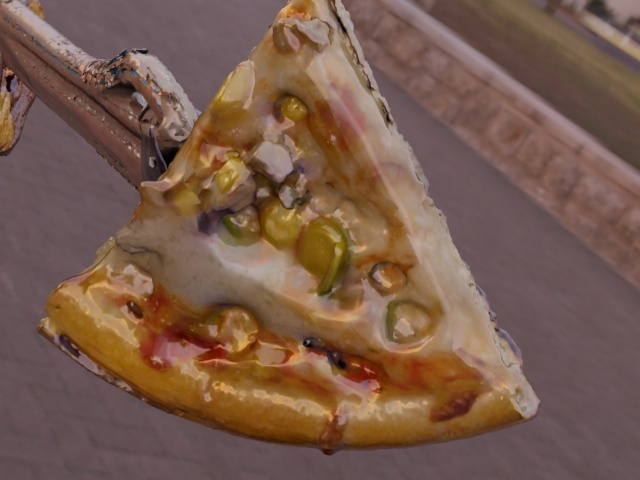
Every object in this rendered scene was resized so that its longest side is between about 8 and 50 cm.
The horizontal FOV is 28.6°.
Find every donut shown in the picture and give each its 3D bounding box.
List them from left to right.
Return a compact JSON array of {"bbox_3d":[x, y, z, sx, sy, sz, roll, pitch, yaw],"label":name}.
[{"bbox_3d":[-0.283,-0.146,1.087,0.059,0.140,0.140,13,15,2],"label":"donut"}]

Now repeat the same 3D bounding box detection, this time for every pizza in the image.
[{"bbox_3d":[0.000,0.000,0.436,0.184,0.176,0.036,19,25,5],"label":"pizza"}]

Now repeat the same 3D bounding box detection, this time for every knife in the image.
[{"bbox_3d":[-0.119,-0.084,0.627,0.043,0.089,0.365,-19,27,-20],"label":"knife"}]
